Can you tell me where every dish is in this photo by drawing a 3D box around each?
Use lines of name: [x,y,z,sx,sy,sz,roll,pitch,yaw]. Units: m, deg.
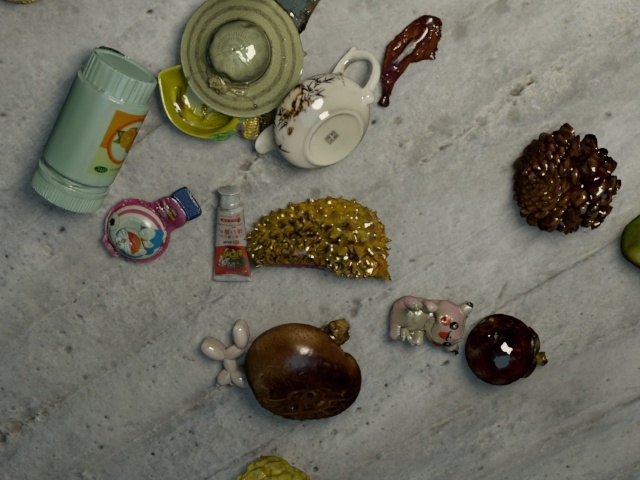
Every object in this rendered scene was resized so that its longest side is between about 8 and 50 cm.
dish: [-0.240,-0.292,1.452,0.208,0.080,0.148,35,105,-9]

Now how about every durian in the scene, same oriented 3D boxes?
durian: [-0.001,-0.001,1.533,0.342,0.112,0.191,7,113,3]

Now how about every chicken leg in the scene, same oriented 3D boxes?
chicken leg: [0.173,-0.370,1.418,0.093,0.053,0.205,38,113,-26]

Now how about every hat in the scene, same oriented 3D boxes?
hat: [-0.156,-0.359,1.335,0.252,0.110,0.251,1,102,3]

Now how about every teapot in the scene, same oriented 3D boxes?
teapot: [0.011,-0.259,1.416,0.299,0.166,0.208,-48,133,1]

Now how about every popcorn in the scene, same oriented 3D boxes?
popcorn: [-0.128,0.649,1.726,0.235,0.216,0.181,1,143,42]

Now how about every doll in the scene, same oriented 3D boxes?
doll: [0.254,0.187,1.601,0.192,0.095,0.149,16,117,-5]
doll: [-0.209,0.287,1.683,0.161,0.059,0.160,-31,105,13]

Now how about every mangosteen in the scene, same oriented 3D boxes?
mangosteen: [0.417,0.259,1.588,0.173,0.172,0.184,-24,127,12]

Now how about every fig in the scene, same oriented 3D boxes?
fig: [0.749,-0.009,1.482,0.233,0.167,0.167,-40,108,-22]

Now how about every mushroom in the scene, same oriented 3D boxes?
mushroom: [-0.032,0.305,1.609,0.278,0.163,0.297,-42,124,14]

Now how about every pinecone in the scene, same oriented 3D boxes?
pinecone: [0.504,-0.115,1.419,0.222,0.221,0.221,1,111,3]

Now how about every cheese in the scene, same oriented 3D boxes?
cheese: [-0.385,-0.036,1.567,0.244,0.062,0.155,-26,105,12]

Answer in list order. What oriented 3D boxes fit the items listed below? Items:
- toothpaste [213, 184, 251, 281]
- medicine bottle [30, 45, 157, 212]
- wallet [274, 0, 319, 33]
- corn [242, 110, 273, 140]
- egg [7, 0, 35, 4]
toothpaste: [-0.203,-0.009,1.577,0.090,0.057,0.234,2,119,-1]
medicine bottle: [-0.468,-0.228,1.446,0.158,0.158,0.318,29,110,-8]
wallet: [-0.049,-0.554,1.360,0.169,0.044,0.317,28,111,-12]
corn: [-0.128,-0.306,1.446,0.072,0.072,0.203,10,112,-1]
egg: [-0.587,-0.528,1.366,0.140,0.118,0.116,-24,65,21]
